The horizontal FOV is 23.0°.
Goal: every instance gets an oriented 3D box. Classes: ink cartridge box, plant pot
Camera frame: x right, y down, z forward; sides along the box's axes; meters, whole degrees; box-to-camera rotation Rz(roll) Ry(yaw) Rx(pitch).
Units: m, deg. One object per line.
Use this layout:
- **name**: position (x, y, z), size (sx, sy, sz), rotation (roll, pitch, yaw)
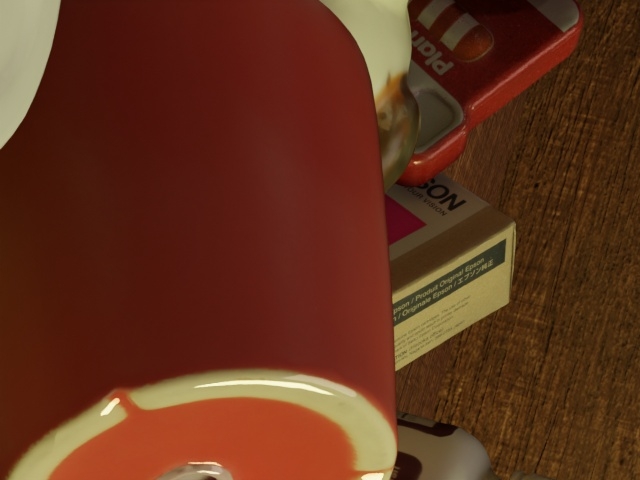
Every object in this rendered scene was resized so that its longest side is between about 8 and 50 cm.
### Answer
- **ink cartridge box**: position (0.000, 0.000, 1.203), size (0.193, 0.234, 0.088), rotation (-30, 138, -30)
- **plant pot**: position (-0.081, 0.030, 0.820), size (0.275, 0.275, 0.243), rotation (84, -7, -52)

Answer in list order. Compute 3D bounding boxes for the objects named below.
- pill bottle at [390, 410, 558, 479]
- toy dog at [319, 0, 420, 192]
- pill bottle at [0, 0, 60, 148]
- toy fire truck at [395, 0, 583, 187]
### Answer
- **pill bottle**: position (0.002, 0.233, 1.231), size (0.224, 0.392, 0.224), rotation (15, 90, -74)
- **toy dog**: position (0.001, -0.217, 0.972), size (0.395, 0.284, 0.408), rotation (-100, -156, -61)
- **pill bottle**: position (-0.205, -0.098, 0.522), size (0.121, 0.216, 0.121), rotation (14, 90, -74)
- **toy fire truck**: position (0.052, -0.208, 1.239), size (0.254, 0.302, 0.169), rotation (-38, 161, -24)
